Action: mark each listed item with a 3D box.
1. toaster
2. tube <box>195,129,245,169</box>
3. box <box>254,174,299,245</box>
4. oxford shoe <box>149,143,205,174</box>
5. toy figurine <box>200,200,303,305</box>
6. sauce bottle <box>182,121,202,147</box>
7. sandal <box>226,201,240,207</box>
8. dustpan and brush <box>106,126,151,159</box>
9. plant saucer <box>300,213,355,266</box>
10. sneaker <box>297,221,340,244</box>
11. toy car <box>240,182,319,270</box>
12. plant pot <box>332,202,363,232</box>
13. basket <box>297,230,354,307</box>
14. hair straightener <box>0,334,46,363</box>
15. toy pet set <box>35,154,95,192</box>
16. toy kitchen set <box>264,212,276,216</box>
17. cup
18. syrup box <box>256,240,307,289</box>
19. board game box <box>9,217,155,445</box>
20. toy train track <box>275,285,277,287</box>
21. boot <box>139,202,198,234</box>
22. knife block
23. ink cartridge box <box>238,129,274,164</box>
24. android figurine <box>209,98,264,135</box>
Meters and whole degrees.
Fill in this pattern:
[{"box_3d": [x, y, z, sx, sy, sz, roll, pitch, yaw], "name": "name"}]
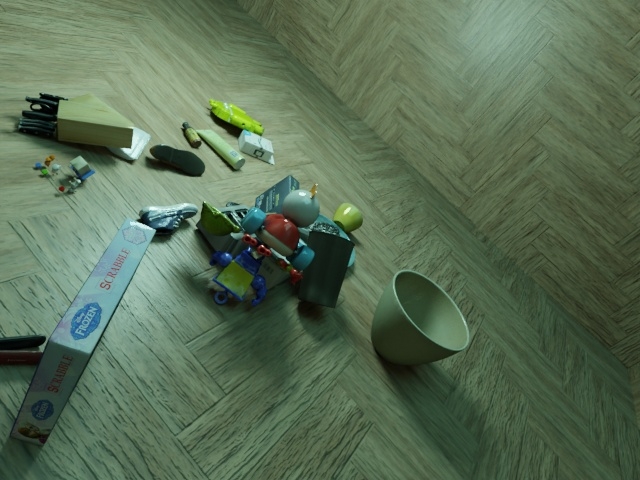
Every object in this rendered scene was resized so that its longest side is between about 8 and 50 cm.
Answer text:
[{"box_3d": [-0.289, -0.027, 1.463, 0.185, 0.110, 0.168, 50, 33, 17], "name": "toaster"}, {"box_3d": [-0.415, -0.393, 1.863, 0.240, 0.062, 0.070, 43, -11, 14], "name": "tube"}, {"box_3d": [-0.160, -0.106, 1.599, 0.059, 0.183, 0.232, 39, 35, -37], "name": "box"}, {"box_3d": [-0.519, -0.298, 1.617, 0.076, 0.076, 0.212, 13, -7, 46], "name": "oxford shoe"}, {"box_3d": [-0.253, 0.078, 1.270, 0.363, 0.217, 0.191, 37, -3, -7], "name": "toy figurine"}, {"box_3d": [-0.526, -0.432, 1.803, 0.042, 0.042, 0.128, -6, 51, -50], "name": "sauce bottle"}, {"box_3d": [-0.279, -0.085, 1.628, 0.179, 0.040, 0.067, 29, 35, -45], "name": "sandal"}, {"box_3d": [-0.710, -0.360, 1.510, 0.211, 0.060, 0.147, 32, 44, -24], "name": "dustpan and brush"}, {"box_3d": [0.000, 0.000, 1.803, 0.318, 0.043, 0.317, 28, 32, -20], "name": "plant saucer"}, {"box_3d": [-0.062, -0.037, 1.666, 0.272, 0.108, 0.100, 28, 48, 10], "name": "sneaker"}, {"box_3d": [-0.081, -0.072, 1.329, 0.219, 0.238, 0.210, 39, -3, -13], "name": "toy car"}, {"box_3d": [0.106, -0.084, 1.962, 0.134, 0.134, 0.095, 43, 53, 5], "name": "plant pot"}, {"box_3d": [0.012, 0.102, 1.484, 0.154, 0.226, 0.204, 10, -10, 22], "name": "basket"}, {"box_3d": [-0.659, 0.196, 0.852, 0.231, 0.047, 0.089, 6, 44, -36], "name": "hair straightener"}, {"box_3d": [-0.727, -0.194, 1.284, 0.122, 0.065, 0.114, 43, 66, 12], "name": "toy pet set"}, {"box_3d": [-0.186, -0.045, 1.428, 0.075, 0.083, 0.068, -48, 129, -59], "name": "toy kitchen set"}, {"box_3d": [0.313, 0.304, 1.553, 0.331, 0.237, 0.331, 28, 32, -19], "name": "cup"}, {"box_3d": [-0.125, 0.072, 1.506, 0.093, 0.096, 0.237, 44, 28, 11], "name": "syrup box"}, {"box_3d": [-0.445, 0.165, 0.846, 0.066, 0.318, 0.318, 28, 32, -18], "name": "board game box"}, {"box_3d": [-0.171, 0.145, 1.455, 0.048, 0.014, 0.083, 43, 26, 15], "name": "toy train track"}, {"box_3d": [-0.459, -0.061, 1.380, 0.190, 0.069, 0.086, -11, 63, -43], "name": "boot"}, {"box_3d": [-0.760, -0.354, 1.367, 0.276, 0.088, 0.242, 35, 44, 6], "name": "knife block"}, {"box_3d": [-0.282, -0.429, 2.040, 0.180, 0.060, 0.104, 18, 36, -31], "name": "ink cartridge box"}, {"box_3d": [-0.398, -0.584, 2.089, 0.273, 0.056, 0.248, 24, 20, -26], "name": "android figurine"}]
